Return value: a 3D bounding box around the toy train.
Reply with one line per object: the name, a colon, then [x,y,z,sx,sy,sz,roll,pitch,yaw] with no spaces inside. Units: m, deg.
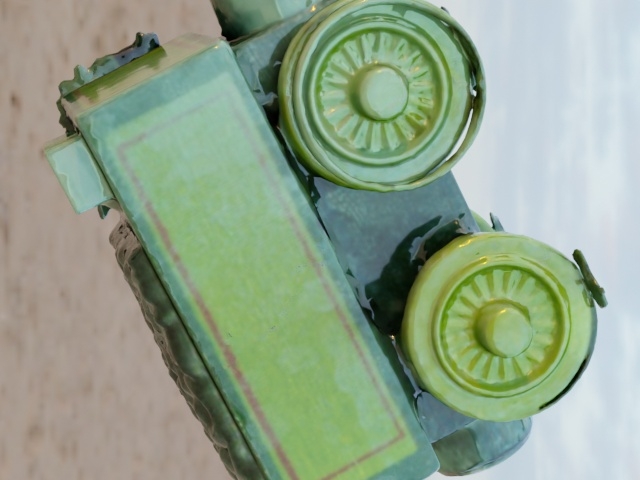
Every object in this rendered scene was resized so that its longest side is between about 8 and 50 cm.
toy train: [0.000,0.000,0.800,0.272,0.188,0.159,64,-7,-13]
